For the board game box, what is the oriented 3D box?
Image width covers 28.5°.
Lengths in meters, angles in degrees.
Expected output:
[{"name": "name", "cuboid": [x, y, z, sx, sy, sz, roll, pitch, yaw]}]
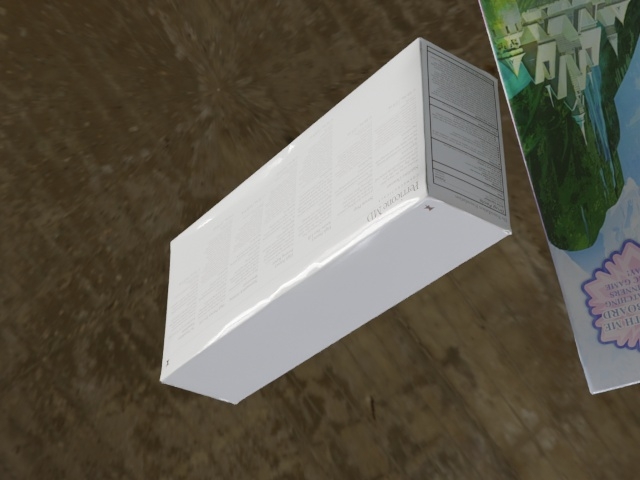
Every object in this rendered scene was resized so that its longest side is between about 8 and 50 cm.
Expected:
[{"name": "board game box", "cuboid": [0.260, -0.104, 0.691, 0.318, 0.066, 0.318, -16, -76, 11]}]

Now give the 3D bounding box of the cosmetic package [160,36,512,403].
[{"name": "cosmetic package", "cuboid": [0.000, 0.000, 0.687, 0.060, 0.239, 0.099, 24, -129, -29]}]
